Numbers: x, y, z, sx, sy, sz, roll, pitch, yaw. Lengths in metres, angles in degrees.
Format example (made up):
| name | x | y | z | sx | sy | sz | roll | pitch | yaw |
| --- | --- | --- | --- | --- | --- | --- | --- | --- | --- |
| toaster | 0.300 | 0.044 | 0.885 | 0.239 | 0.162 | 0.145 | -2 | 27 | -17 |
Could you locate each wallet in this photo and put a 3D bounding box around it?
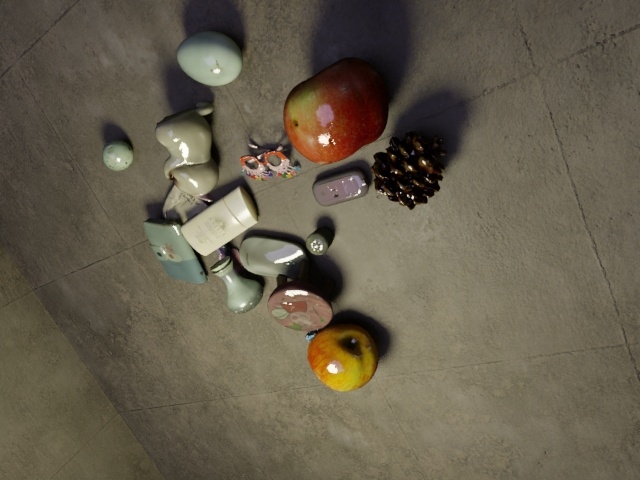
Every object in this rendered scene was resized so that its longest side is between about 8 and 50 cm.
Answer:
| name | x | y | z | sx | sy | sz | roll | pitch | yaw |
| --- | --- | --- | --- | --- | --- | --- | --- | --- | --- |
| wallet | -0.694 | 0.052 | 2.130 | 0.252 | 0.083 | 0.360 | 5 | 129 | 29 |
| wallet | -0.579 | -0.109 | 2.042 | 0.335 | 0.068 | 0.275 | 45 | 125 | -7 |

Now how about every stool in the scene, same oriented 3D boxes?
| name | x | y | z | sx | sy | sz | roll | pitch | yaw |
| --- | --- | --- | --- | --- | --- | --- | --- | --- | --- |
| stool | -0.075 | 0.236 | 1.893 | 0.272 | 0.178 | 0.272 | 5 | 132 | 5 |
| stool | 0.000 | 0.000 | 1.813 | 0.096 | 0.110 | 0.096 | 11 | 119 | 21 |

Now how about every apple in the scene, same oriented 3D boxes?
| name | x | y | z | sx | sy | sz | roll | pitch | yaw |
| --- | --- | --- | --- | --- | --- | --- | --- | --- | --- |
| apple | 0.051 | -0.410 | 1.453 | 0.348 | 0.348 | 0.277 | -18 | 111 | 30 |
| apple | 0.103 | 0.480 | 1.911 | 0.302 | 0.301 | 0.301 | 10 | 118 | 20 |

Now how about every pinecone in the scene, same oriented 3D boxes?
| name | x | y | z | sx | sy | sz | roll | pitch | yaw |
| --- | --- | --- | --- | --- | --- | --- | --- | --- | --- |
| pinecone | 0.291 | -0.244 | 1.492 | 0.243 | 0.243 | 0.257 | 22 | 117 | 13 |

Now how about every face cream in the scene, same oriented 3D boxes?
| name | x | y | z | sx | sy | sz | roll | pitch | yaw |
| --- | --- | --- | --- | --- | --- | --- | --- | --- | --- |
| face cream | -0.423 | -0.079 | 1.942 | 0.349 | 0.081 | 0.173 | -30 | 109 | 19 |

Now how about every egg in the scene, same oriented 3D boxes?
| name | x | y | z | sx | sy | sz | roll | pitch | yaw |
| --- | --- | --- | --- | --- | --- | --- | --- | --- | --- |
| egg | -0.401 | -0.655 | 1.622 | 0.264 | 0.183 | 0.182 | 16 | 120 | 23 |
| egg | -0.915 | -0.378 | 2.025 | 0.164 | 0.131 | 0.131 | -32 | 99 | 39 |

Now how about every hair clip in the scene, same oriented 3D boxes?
| name | x | y | z | sx | sy | sz | roll | pitch | yaw |
| --- | --- | --- | --- | --- | --- | --- | --- | --- | --- |
| hair clip | -0.418 | 0.084 | 2.086 | 0.146 | 0.056 | 0.187 | 2 | 124 | 22 |

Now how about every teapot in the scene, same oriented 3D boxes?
| name | x | y | z | sx | sy | sz | roll | pitch | yaw |
| --- | --- | --- | --- | --- | --- | --- | --- | --- | --- |
| teapot | -0.380 | 0.197 | 2.033 | 0.183 | 0.183 | 0.251 | -22 | 108 | 31 |

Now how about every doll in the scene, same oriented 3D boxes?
| name | x | y | z | sx | sy | sz | roll | pitch | yaw |
| --- | --- | --- | --- | --- | --- | --- | --- | --- | --- |
| doll | -0.526 | -0.353 | 1.799 | 0.226 | 0.215 | 0.370 | -6 | 115 | -14 |

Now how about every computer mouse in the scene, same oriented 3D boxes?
| name | x | y | z | sx | sy | sz | roll | pitch | yaw |
| --- | --- | --- | --- | --- | --- | --- | --- | --- | --- |
| computer mouse | 0.075 | -0.201 | 1.711 | 0.232 | 0.057 | 0.120 | -14 | 108 | 32 |
| computer mouse | -0.210 | 0.079 | 1.961 | 0.331 | 0.095 | 0.197 | 5 | 121 | 22 |

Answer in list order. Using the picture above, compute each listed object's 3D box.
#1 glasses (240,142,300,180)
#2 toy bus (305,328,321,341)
| name | x | y | z | sx | sy | sz | roll | pitch | yaw |
| --- | --- | --- | --- | --- | --- | --- | --- | --- | --- |
| glasses | -0.208 | -0.308 | 1.786 | 0.255 | 0.095 | 0.162 | -2 | 141 | 24 |
| toy bus | -0.027 | 0.442 | 2.090 | 0.083 | 0.038 | 0.046 | -23 | 107 | 32 |
